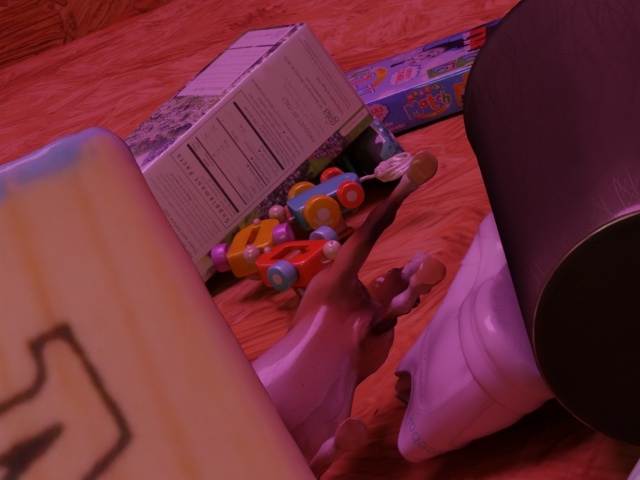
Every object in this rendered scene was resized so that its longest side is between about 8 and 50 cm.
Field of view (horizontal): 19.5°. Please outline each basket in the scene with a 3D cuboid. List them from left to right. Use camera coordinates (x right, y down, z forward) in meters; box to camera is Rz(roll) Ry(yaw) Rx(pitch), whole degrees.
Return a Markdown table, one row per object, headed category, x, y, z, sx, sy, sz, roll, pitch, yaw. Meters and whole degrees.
| category | x | y | z | sx | sy | sz | roll | pitch | yaw |
| --- | --- | --- | --- | --- | --- | --- | --- | --- | --- |
| basket | 0.159 | -0.022 | 0.858 | 0.204 | 0.154 | 0.227 | -22 | 28 | 20 |

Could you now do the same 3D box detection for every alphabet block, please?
| category | x | y | z | sx | sy | sz | roll | pitch | yaw |
| --- | --- | --- | --- | --- | --- | --- | --- | --- | --- |
| alphabet block | -0.116 | 0.109 | 0.631 | 0.193 | 0.197 | 0.192 | -28 | -10 | -20 |

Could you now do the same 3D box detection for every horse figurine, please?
| category | x | y | z | sx | sy | sz | roll | pitch | yaw |
| --- | --- | --- | --- | --- | --- | --- | --- | --- | --- |
| horse figurine | -0.006 | 0.077 | 0.854 | 0.263 | 0.066 | 0.174 | -61 | 3 | -31 |

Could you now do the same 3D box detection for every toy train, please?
| category | x | y | z | sx | sy | sz | roll | pitch | yaw |
| --- | --- | --- | --- | --- | --- | --- | --- | --- | --- |
| toy train | 0.000 | 0.000 | 1.264 | 0.125 | 0.046 | 0.166 | -7 | 24 | 40 |

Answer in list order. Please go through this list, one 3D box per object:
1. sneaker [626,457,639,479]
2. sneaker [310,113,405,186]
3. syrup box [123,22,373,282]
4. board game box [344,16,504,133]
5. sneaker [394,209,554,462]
| category | x | y | z | sx | sy | sz | roll | pitch | yaw |
| --- | --- | --- | --- | --- | --- | --- | --- | --- | --- |
| sneaker | 0.108 | 0.106 | 0.532 | 0.366 | 0.150 | 0.135 | -21 | 14 | 0 |
| sneaker | 0.013 | -0.056 | 1.435 | 0.076 | 0.065 | 0.166 | -43 | 17 | -14 |
| syrup box | -0.085 | -0.049 | 1.348 | 0.237 | 0.096 | 0.093 | -45 | 22 | -21 |
| board game box | 0.088 | -0.136 | 1.621 | 0.211 | 0.039 | 0.160 | -20 | 15 | 11 |
| sneaker | 0.079 | 0.049 | 0.944 | 0.094 | 0.080 | 0.212 | -44 | 0 | 21 |
